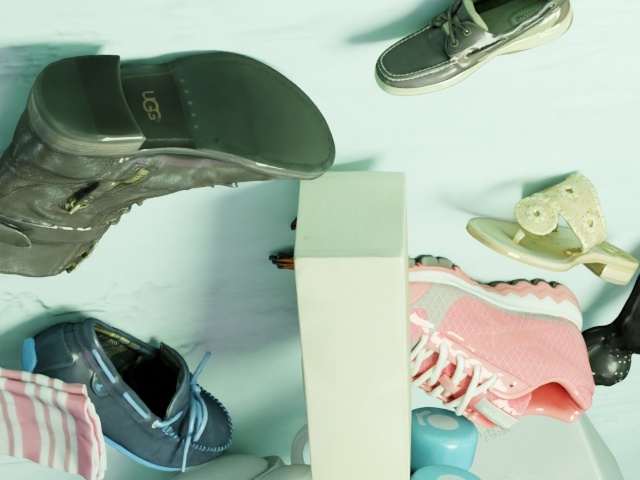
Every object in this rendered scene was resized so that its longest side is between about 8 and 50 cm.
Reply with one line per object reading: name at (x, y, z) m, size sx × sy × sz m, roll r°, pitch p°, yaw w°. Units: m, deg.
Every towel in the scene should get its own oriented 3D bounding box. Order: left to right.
towel at (-0.278, 0.144, 1.586) m, size 0.197 × 0.029 × 0.144 m, roll 11°, pitch 149°, yaw 7°

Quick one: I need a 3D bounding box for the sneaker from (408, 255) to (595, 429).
sneaker at (0.133, 0.103, 1.716) m, size 0.314 × 0.136 × 0.116 m, roll 5°, pitch 143°, yaw -35°

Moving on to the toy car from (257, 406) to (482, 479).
toy car at (0.011, 0.273, 1.703) m, size 0.238 × 0.210 × 0.219 m, roll 8°, pitch 113°, yaw -4°

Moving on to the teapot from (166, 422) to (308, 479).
teapot at (-0.086, 0.290, 1.883) m, size 0.256 × 0.187 × 0.252 m, roll -24°, pitch -175°, yaw -37°

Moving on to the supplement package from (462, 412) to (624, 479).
supplement package at (0.242, 0.298, 2.070) m, size 0.177 × 0.175 × 0.293 m, roll -24°, pitch 151°, yaw 10°

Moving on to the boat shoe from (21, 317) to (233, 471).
boat shoe at (-0.147, 0.138, 1.652) m, size 0.089 × 0.109 × 0.258 m, roll -29°, pitch 151°, yaw 23°

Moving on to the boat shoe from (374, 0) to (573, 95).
boat shoe at (0.107, -0.152, 1.354) m, size 0.152 × 0.056 × 0.049 m, roll -25°, pitch 147°, yaw -7°

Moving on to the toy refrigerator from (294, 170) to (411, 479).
toy refrigerator at (0.026, 0.076, 1.557) m, size 0.094 × 0.102 × 0.269 m, roll -1°, pitch 134°, yaw 4°

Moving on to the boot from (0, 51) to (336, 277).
boot at (-0.146, -0.043, 1.382) m, size 0.263 × 0.091 × 0.229 m, roll 6°, pitch 149°, yaw -30°

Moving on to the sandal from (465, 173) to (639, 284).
sandal at (0.212, -0.020, 1.637) m, size 0.240 × 0.088 × 0.079 m, roll 12°, pitch 108°, yaw -53°

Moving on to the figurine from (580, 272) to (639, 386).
figurine at (0.355, 0.080, 1.851) m, size 0.215 × 0.092 × 0.209 m, roll -2°, pitch 154°, yaw -37°

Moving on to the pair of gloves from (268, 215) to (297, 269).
pair of gloves at (0.000, 0.000, 1.594) m, size 0.074 × 0.010 × 0.083 m, roll 1°, pitch 143°, yaw -28°
